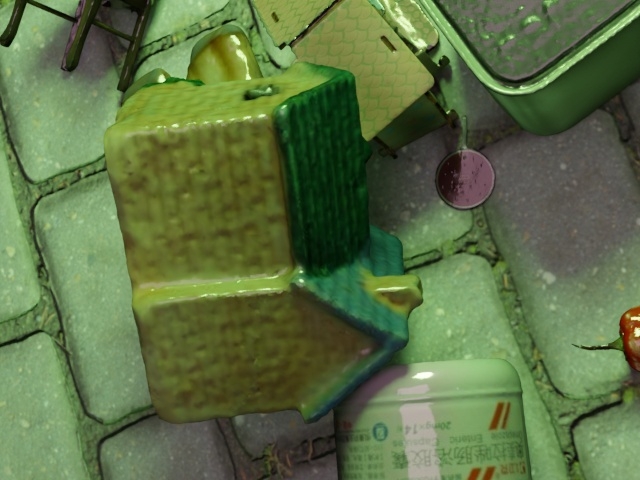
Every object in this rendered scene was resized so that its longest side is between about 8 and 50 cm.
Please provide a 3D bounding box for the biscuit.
[{"bbox_3d":[-0.159,-0.142,1.656,0.237,0.062,0.291,-30,73,25],"label":"biscuit"}]

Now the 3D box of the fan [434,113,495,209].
[{"bbox_3d":[0.199,-0.109,1.573,0.085,0.005,0.133,-1,84,20],"label":"fan"}]

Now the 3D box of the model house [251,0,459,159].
[{"bbox_3d":[0.039,-0.281,1.525,0.169,0.244,0.326,-38,72,15],"label":"model house"}]

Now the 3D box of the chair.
[{"bbox_3d":[-0.323,-0.402,1.699,0.160,0.186,0.319,21,93,25],"label":"chair"}]

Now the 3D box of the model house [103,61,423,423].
[{"bbox_3d":[-0.054,-0.017,1.426,0.342,0.334,0.382,-7,113,6],"label":"model house"}]

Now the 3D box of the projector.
[{"bbox_3d":[0.284,-0.301,1.438,0.248,0.249,0.248,-37,73,12],"label":"projector"}]

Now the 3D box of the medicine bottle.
[{"bbox_3d":[0.142,0.305,1.415,0.241,0.241,0.302,-8,81,18],"label":"medicine bottle"}]

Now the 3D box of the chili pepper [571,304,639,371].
[{"bbox_3d":[0.412,0.122,1.431,0.192,0.084,0.086,-8,48,16],"label":"chili pepper"}]
